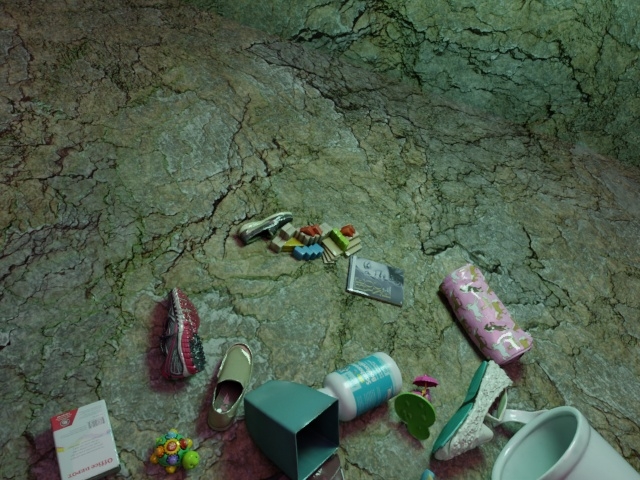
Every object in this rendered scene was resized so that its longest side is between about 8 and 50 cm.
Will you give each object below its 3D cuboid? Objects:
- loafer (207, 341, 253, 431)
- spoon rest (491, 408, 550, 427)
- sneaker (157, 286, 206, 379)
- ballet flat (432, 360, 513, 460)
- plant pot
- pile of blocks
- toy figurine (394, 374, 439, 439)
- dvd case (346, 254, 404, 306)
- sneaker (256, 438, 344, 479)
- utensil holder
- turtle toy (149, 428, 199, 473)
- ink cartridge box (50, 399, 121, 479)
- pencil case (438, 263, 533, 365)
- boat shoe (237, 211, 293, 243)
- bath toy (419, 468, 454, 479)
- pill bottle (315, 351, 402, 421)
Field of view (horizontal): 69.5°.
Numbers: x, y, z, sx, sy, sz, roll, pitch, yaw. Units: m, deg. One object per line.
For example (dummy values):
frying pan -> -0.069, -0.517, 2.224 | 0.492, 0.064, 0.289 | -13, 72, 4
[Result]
loafer -> -0.252, 0.410, 1.340 | 0.102, 0.092, 0.268 | 15, 50, -7
spoon rest -> 0.711, 0.613, 1.519 | 0.277, 0.084, 0.137 | 16, 50, -6
sneaker -> -0.432, 0.268, 1.381 | 0.112, 0.121, 0.299 | -23, 50, 3
ballet flat -> 0.504, 0.548, 1.457 | 0.147, 0.147, 0.409 | 39, 52, 13
plant pot -> -0.092, 0.488, 1.245 | 0.234, 0.165, 0.166 | 14, 25, 38
pile of blocks -> 0.000, 0.000, 1.733 | 0.362, 0.112, 0.148 | -4, 55, -21
toy figurine -> 0.325, 0.507, 1.456 | 0.130, 0.173, 0.159 | -5, 18, 33
dvd case -> 0.211, 0.151, 1.749 | 0.221, 0.018, 0.164 | 16, 50, -6
sneaker -> -0.068, 0.620, 1.249 | 0.282, 0.106, 0.162 | 11, 43, -21
utensil holder -> 0.737, 0.724, 1.277 | 0.385, 0.327, 0.328 | 46, 53, 12
turtle toy -> -0.376, 0.552, 1.204 | 0.130, 0.066, 0.095 | 29, 50, 5
ink cartridge box -> -0.588, 0.513, 1.157 | 0.128, 0.072, 0.175 | -13, 59, -28
pencil case -> 0.602, 0.269, 1.701 | 0.167, 0.160, 0.386 | -10, 56, -35
boat shoe -> -0.198, -0.043, 1.727 | 0.224, 0.080, 0.073 | -20, 67, -24
bath toy -> 0.436, 0.768, 1.279 | 0.348, 0.151, 0.129 | 27, 27, -4
pill bottle -> 0.107, 0.449, 1.397 | 0.264, 0.146, 0.146 | -17, 60, -29
